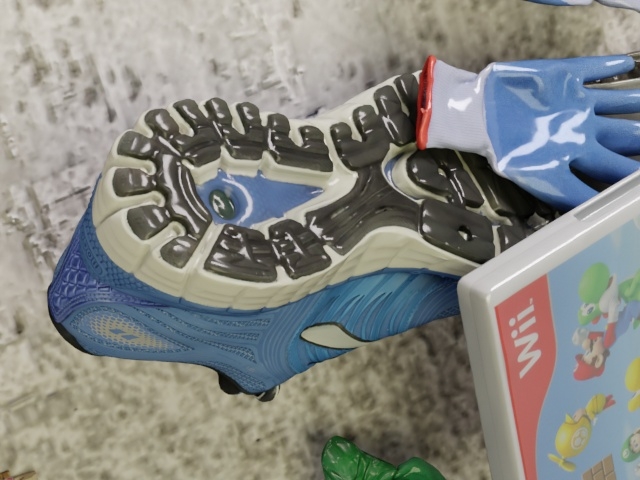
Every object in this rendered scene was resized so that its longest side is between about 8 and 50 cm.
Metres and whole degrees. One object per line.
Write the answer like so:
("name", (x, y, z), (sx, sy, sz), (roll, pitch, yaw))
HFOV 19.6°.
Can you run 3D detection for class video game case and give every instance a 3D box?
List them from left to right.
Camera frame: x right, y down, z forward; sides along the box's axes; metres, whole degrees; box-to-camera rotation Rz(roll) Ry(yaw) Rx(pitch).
("video game case", (0.199, 0.046, 0.994), (0.285, 0.025, 0.204), (-30, 124, -27))

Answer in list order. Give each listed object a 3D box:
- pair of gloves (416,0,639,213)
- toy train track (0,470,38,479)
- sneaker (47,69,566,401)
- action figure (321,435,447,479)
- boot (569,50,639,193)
("pair of gloves", (0.118, -0.112, 0.961), (0.159, 0.023, 0.198), (11, 73, -27))
("toy train track", (-0.185, 0.139, 0.959), (0.083, 0.014, 0.048), (-17, 114, -20))
("sneaker", (0.000, 0.000, 0.950), (0.330, 0.130, 0.147), (-2, 153, -40))
("action figure", (0.058, 0.197, 1.070), (0.137, 0.063, 0.232), (-35, 123, -9))
("boot", (0.216, -0.010, 1.078), (0.189, 0.076, 0.208), (-15, 101, -38))
